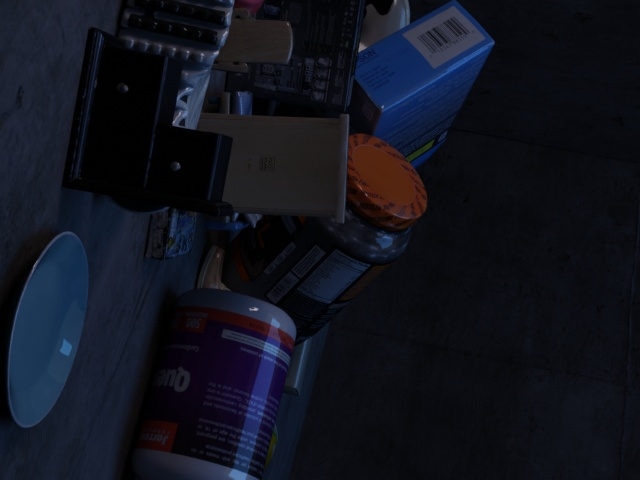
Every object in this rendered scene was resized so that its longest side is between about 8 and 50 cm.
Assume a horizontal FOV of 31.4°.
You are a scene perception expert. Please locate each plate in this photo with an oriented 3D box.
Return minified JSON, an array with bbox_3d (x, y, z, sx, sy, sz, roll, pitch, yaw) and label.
[{"bbox_3d":[-0.264,0.082,1.072,0.188,0.024,0.188,10,90,-83],"label":"plate"}]

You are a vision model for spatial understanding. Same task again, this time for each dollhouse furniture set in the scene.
[{"bbox_3d":[-0.057,-0.154,1.549,0.303,0.198,0.287,-64,156,-84],"label":"dollhouse furniture set"}]

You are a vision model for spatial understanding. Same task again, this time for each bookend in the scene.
[{"bbox_3d":[-0.153,-0.113,1.109,0.072,0.157,0.156,-17,118,-83],"label":"bookend"}]

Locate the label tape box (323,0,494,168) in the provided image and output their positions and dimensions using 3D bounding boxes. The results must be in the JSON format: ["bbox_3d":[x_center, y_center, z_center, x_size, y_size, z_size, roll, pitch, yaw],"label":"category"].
[{"bbox_3d":[0.120,-0.209,1.892,0.249,0.115,0.348,-33,165,-25],"label":"label tape box"}]

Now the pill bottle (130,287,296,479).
[{"bbox_3d":[-0.152,0.240,1.570,0.181,0.181,0.323,82,20,-69],"label":"pill bottle"}]

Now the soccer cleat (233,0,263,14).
[{"bbox_3d":[-0.095,-0.399,1.530,0.095,0.083,0.248,-38,-143,53],"label":"soccer cleat"}]

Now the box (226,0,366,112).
[{"bbox_3d":[-0.032,-0.315,1.651,0.059,0.183,0.233,-60,159,-71],"label":"box"}]

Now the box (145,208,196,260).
[{"bbox_3d":[-0.189,-0.027,1.478,0.137,0.027,0.094,-31,130,-81],"label":"box"}]

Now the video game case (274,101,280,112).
[{"bbox_3d":[-0.067,-0.185,2.229,0.285,0.025,0.204,82,20,-68],"label":"video game case"}]

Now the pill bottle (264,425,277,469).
[{"bbox_3d":[-0.158,0.358,1.885,0.245,0.136,0.136,-42,143,-78],"label":"pill bottle"}]

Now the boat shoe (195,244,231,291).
[{"bbox_3d":[-0.162,0.093,1.753,0.063,0.059,0.170,15,86,-83],"label":"boat shoe"}]

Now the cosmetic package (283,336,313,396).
[{"bbox_3d":[-0.080,0.107,2.031,0.113,0.160,0.310,77,26,-74],"label":"cosmetic package"}]

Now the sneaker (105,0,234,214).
[{"bbox_3d":[-0.162,-0.177,1.211,0.118,0.110,0.292,-83,-169,-80],"label":"sneaker"}]

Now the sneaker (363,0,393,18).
[{"bbox_3d":[0.034,-0.462,1.872,0.185,0.202,0.483,-8,109,-83],"label":"sneaker"}]

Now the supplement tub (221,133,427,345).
[{"bbox_3d":[0.000,0.000,1.779,0.338,0.207,0.207,-45,-166,34],"label":"supplement tub"}]

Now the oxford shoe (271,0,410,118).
[{"bbox_3d":[0.017,-0.257,1.970,0.449,0.169,0.130,-60,167,7],"label":"oxford shoe"}]
